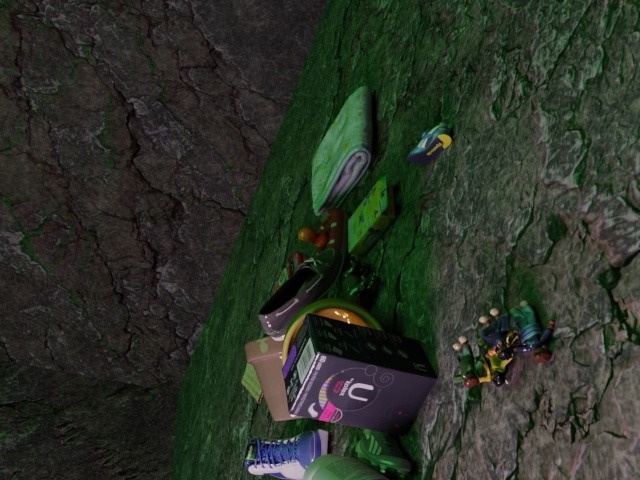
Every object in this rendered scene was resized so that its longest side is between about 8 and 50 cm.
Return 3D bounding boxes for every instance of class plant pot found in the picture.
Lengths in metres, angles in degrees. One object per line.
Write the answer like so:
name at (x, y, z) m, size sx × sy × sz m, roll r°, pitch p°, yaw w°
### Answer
plant pot at (-0.079, 0.391, 1.695) m, size 0.263 × 0.263 × 0.229 m, roll 143°, pitch 123°, yaw -61°
plant pot at (0.034, 0.258, 1.468) m, size 0.239 × 0.254 × 0.254 m, roll -103°, pitch 30°, yaw -85°

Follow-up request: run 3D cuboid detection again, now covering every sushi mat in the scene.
sushi mat at (-0.268, 0.551, 2.416) m, size 0.316 × 0.019 × 0.151 m, roll 180°, pitch 106°, yaw -71°

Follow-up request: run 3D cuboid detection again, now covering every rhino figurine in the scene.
rhino figurine at (0.091, 0.109, 1.657) m, size 0.106 × 0.073 × 0.243 m, roll -65°, pitch 18°, yaw 14°

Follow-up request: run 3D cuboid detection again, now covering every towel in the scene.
towel at (0.070, -0.298, 2.030) m, size 0.374 × 0.090 × 0.320 m, roll 127°, pitch 151°, yaw -47°

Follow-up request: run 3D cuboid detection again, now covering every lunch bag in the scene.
lunch bag at (-0.065, 0.188, 1.991) m, size 0.258 × 0.120 × 0.293 m, roll -55°, pitch 28°, yaw 36°

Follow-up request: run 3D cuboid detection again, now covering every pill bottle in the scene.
pill bottle at (0.067, 0.544, 1.224) m, size 0.283 × 0.160 × 0.160 m, roll 167°, pitch 117°, yaw -69°

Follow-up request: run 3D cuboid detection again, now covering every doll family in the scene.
doll family at (0.302, 0.183, 0.983) m, size 0.193 × 0.076 × 0.111 m, roll -58°, pitch 19°, yaw 33°

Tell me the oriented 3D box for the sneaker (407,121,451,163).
sneaker at (0.269, -0.238, 1.461) m, size 0.144 × 0.053 × 0.059 m, roll -35°, pitch 43°, yaw 50°

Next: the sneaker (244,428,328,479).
sneaker at (-0.110, 0.608, 1.651) m, size 0.315 × 0.182 × 0.127 m, roll 132°, pitch 147°, yaw -53°

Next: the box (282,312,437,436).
box at (0.076, 0.282, 1.238) m, size 0.143 × 0.270 × 0.165 m, roll -111°, pitch 40°, yaw -61°

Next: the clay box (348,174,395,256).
clay box at (0.148, -0.068, 1.666) m, size 0.222 × 0.053 × 0.127 m, roll 128°, pitch 152°, yaw -46°

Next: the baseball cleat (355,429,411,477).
baseball cleat at (0.134, 0.432, 1.265) m, size 0.206 × 0.072 × 0.109 m, roll -17°, pitch 52°, yaw 64°

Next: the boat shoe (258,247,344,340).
boat shoe at (-0.048, 0.123, 1.626) m, size 0.112 × 0.095 × 0.335 m, roll 2°, pitch 45°, yaw 46°

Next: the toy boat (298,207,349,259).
toy boat at (0.000, 0.000, 1.884) m, size 0.151 × 0.151 × 0.231 m, roll 133°, pitch 148°, yaw -55°
